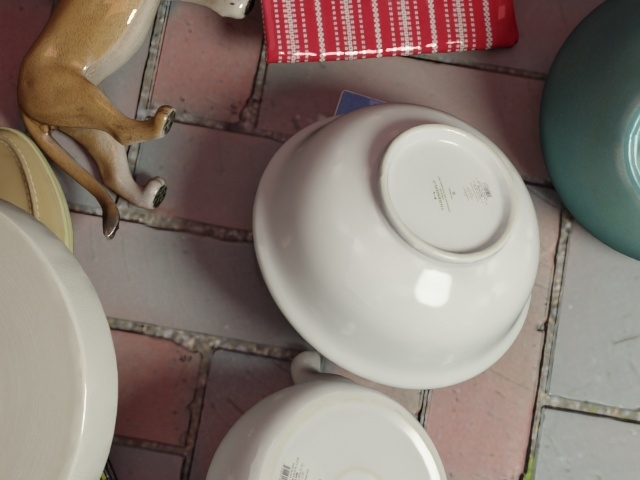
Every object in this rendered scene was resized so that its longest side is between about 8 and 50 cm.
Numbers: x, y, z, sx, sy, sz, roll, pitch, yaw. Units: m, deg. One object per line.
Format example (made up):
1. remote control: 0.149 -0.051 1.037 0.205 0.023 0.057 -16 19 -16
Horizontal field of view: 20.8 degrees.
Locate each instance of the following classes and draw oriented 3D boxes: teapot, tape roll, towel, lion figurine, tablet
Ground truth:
1. teapot: -0.017 0.257 1.624 0.256 0.187 0.253 -27 96 -36
2. tape roll: -0.377 0.137 1.624 0.392 0.072 0.392 -1 88 19
3. towel: 0.066 -0.284 1.784 0.274 0.031 0.199 -6 87 -15
4. lion figurine: -0.215 -0.218 1.748 0.240 0.142 0.392 25 82 11
5. tablet: 0.036 -0.110 1.794 0.054 0.006 0.083 17 77 3

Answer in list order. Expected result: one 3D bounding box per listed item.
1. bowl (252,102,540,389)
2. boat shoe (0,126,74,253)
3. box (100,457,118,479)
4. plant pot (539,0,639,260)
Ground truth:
1. bowl: 0.095 -0.018 1.656 0.297 0.134 0.298 9 63 -19
2. boat shoe: -0.305 0.031 1.694 0.109 0.098 0.302 -11 80 17
3. box: -0.229 0.297 1.680 0.114 0.036 0.207 -23 79 -7
4. plant pot: 0.351 -0.099 1.648 0.290 0.195 0.290 2 102 8
